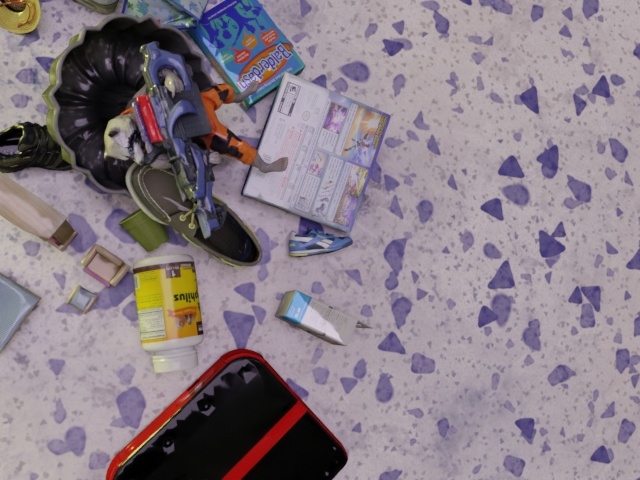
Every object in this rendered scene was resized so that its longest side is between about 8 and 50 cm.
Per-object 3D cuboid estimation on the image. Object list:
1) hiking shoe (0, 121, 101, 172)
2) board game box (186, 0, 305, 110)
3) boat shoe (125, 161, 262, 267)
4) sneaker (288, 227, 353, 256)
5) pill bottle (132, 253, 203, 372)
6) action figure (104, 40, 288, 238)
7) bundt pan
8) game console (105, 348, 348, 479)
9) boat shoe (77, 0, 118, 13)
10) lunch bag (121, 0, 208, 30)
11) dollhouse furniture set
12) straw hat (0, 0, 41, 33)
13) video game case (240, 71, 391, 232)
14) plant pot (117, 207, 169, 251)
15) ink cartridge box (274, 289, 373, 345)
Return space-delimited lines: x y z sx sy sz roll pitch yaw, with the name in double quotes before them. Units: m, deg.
"hiking shoe" -0.519 -0.176 1.158 0.227 0.114 0.086 -15 88 -17
"board game box" -0.158 -0.410 1.325 0.160 0.047 0.210 -39 96 -17
"boat shoe" -0.229 -0.048 1.175 0.305 0.091 0.109 42 72 -35
"sneaker" 0.000 0.000 1.318 0.144 0.053 0.059 -7 83 -18
"pill bottle" -0.288 0.139 1.184 0.117 0.117 0.215 -7 86 -17
"action figure" -0.225 -0.160 1.111 0.330 0.178 0.341 -7 81 -39
"bundt pan" -0.362 -0.248 1.156 0.331 0.124 0.331 -15 112 -43
"game console" -0.179 0.446 1.217 0.386 0.060 0.342 -43 101 -16
"boat shoe" -0.532 -0.548 1.210 0.302 0.094 0.109 35 66 -10
"lunch bag" -0.307 -0.483 1.245 0.151 0.096 0.129 13 44 -10
"dollhouse furniture set" -0.543 0.082 1.077 0.286 0.198 0.303 36 76 -9
"straw hat" -0.592 -0.478 1.200 0.144 0.144 0.061 35 37 -9
"video game case" -0.009 -0.182 1.311 0.244 0.061 0.269 20 89 -12
"plant pot" -0.340 -0.022 1.215 0.083 0.083 0.079 -35 105 -17
"ink cartridge box" 0.006 0.167 1.271 0.180 0.104 0.060 27 77 -11
